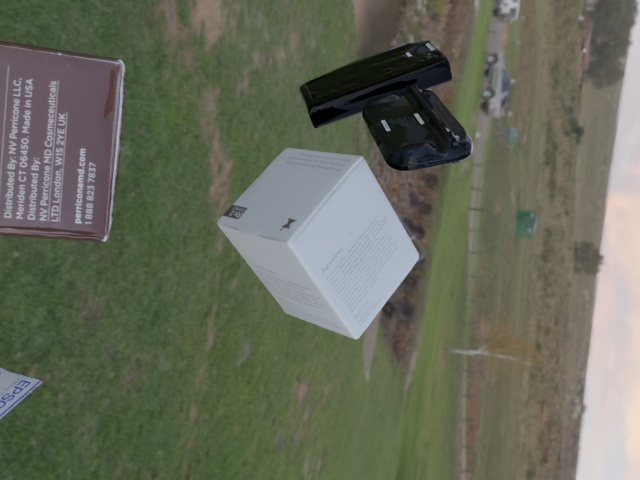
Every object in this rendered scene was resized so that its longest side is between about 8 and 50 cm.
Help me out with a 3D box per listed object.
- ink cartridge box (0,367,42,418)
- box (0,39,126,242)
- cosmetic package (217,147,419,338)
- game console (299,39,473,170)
[{"bbox_3d":[-0.378,0.164,0.571,0.206,0.208,0.045,-48,145,-53],"label":"ink cartridge box"},{"bbox_3d":[-0.347,-0.078,0.504,0.191,0.382,0.143,-175,-89,-72],"label":"box"},{"bbox_3d":[0.000,0.000,0.890,0.151,0.151,0.183,-50,128,-22],"label":"cosmetic package"},{"bbox_3d":[0.092,-0.181,0.943,0.361,0.213,0.044,-105,176,-57],"label":"game console"}]
